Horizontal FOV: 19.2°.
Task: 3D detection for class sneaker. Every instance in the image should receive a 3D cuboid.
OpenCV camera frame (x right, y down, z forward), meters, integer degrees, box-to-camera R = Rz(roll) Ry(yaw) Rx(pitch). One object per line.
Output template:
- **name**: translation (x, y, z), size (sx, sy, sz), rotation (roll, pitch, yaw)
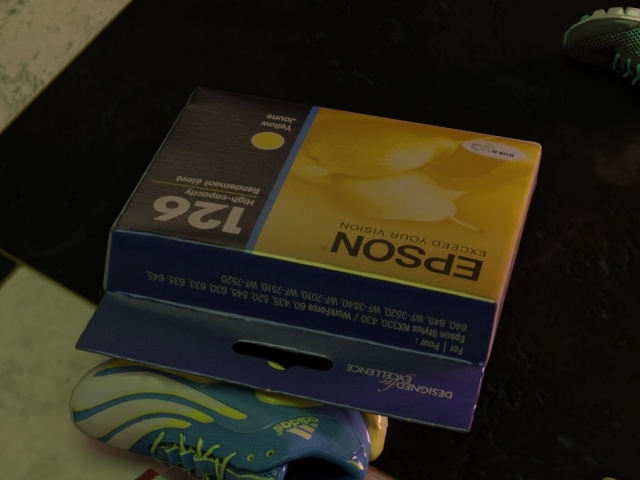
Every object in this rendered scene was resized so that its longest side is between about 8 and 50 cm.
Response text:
- **sneaker**: translation (-0.070, 0.143, 1.388), size (0.240, 0.091, 0.126), rotation (1, 26, 1)
- **sneaker**: translation (0.290, -0.152, 1.633), size (0.166, 0.065, 0.076), rotation (9, 59, 10)

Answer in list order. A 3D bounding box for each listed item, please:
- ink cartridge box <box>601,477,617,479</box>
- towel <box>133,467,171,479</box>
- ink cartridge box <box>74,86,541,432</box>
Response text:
- **ink cartridge box**: translation (0.310, 0.213, 1.319), size (0.231, 0.134, 0.078), rotation (21, 56, 16)
- **towel**: translation (-0.101, 0.334, 1.309), size (0.237, 0.037, 0.329), rotation (-37, 59, -20)
- **ink cartridge box**: translation (0.000, 0.000, 1.475), size (0.303, 0.072, 0.307), rotation (11, 35, 8)
